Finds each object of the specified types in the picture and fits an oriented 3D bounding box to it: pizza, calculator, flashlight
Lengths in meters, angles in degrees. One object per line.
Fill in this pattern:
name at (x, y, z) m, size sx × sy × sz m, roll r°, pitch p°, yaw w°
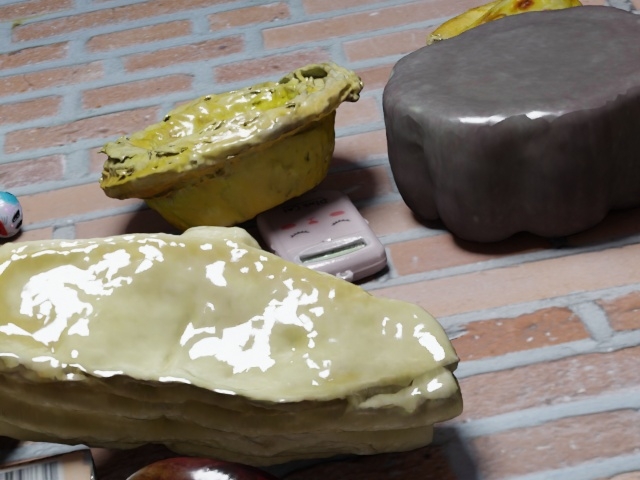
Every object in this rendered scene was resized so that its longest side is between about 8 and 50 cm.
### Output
pizza at (0.252, -0.264, 2.222) m, size 0.188 × 0.080 × 0.204 m, roll 14°, pitch 36°, yaw 37°
calculator at (0.000, 0.000, 1.878) m, size 0.100 × 0.032 × 0.175 m, roll -16°, pitch 30°, yaw -11°
flashlight at (-0.374, -0.010, 2.007) m, size 0.129 × 0.051 × 0.051 m, roll -25°, pitch 32°, yaw -15°

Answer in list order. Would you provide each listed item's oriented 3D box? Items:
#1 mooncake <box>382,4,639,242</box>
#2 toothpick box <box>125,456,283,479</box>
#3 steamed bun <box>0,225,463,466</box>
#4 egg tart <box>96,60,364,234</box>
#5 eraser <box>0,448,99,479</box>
mooncake at (0.217, -0.119, 1.897) m, size 0.306 × 0.154 × 0.306 m, roll -7°, pitch 29°, yaw 4°
toothpick box at (-0.099, 0.278, 1.263) m, size 0.192 × 0.192 × 0.294 m, roll 6°, pitch 38°, yaw 27°
steamed bun at (-0.105, 0.088, 1.612) m, size 0.428 × 0.189 × 0.247 m, roll 3°, pitch 53°, yaw -4°
egg tart at (-0.083, -0.092, 1.940) m, size 0.288 × 0.118 × 0.288 m, roll -23°, pitch 11°, yaw 5°
eraser at (-0.310, 0.251, 1.480) m, size 0.290 × 0.087 × 0.171 m, roll -12°, pitch 26°, yaw -5°
